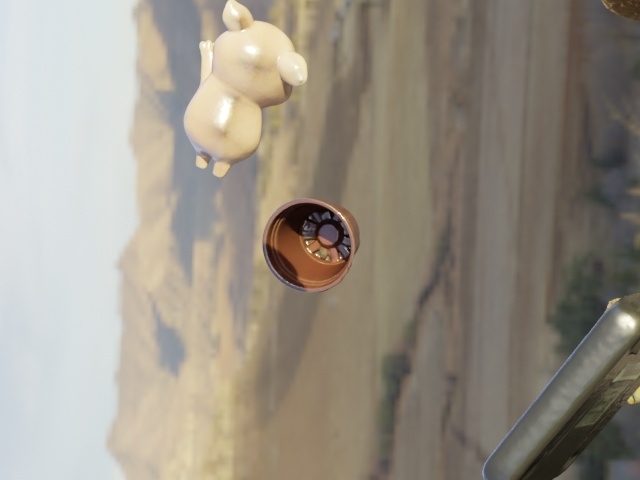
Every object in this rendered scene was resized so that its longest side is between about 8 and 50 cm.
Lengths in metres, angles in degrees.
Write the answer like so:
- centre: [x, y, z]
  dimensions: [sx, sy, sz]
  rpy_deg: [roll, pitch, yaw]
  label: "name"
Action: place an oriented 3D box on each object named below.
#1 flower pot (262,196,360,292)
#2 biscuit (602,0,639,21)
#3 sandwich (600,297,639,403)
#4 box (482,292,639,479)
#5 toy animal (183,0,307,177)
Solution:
- centre: [0.000, 0.000, 1.862]
  dimensions: [0.089, 0.111, 0.111]
  rpy_deg: [-22, -64, -69]
  label: "flower pot"
- centre: [0.438, -0.313, 1.866]
  dimensions: [0.273, 0.257, 0.049]
  rpy_deg: [115, 167, -74]
  label: "biscuit"
- centre: [0.319, 0.112, 1.661]
  dimensions: [0.093, 0.036, 0.105]
  rpy_deg: [-25, -81, -67]
  label: "sandwich"
- centre: [0.142, 0.083, 0.866]
  dimensions: [0.125, 0.027, 0.126]
  rpy_deg: [-53, -19, 13]
  label: "box"
- centre: [-0.067, -0.125, 1.395]
  dimensions: [0.089, 0.083, 0.150]
  rpy_deg: [-112, 42, -63]
  label: "toy animal"
